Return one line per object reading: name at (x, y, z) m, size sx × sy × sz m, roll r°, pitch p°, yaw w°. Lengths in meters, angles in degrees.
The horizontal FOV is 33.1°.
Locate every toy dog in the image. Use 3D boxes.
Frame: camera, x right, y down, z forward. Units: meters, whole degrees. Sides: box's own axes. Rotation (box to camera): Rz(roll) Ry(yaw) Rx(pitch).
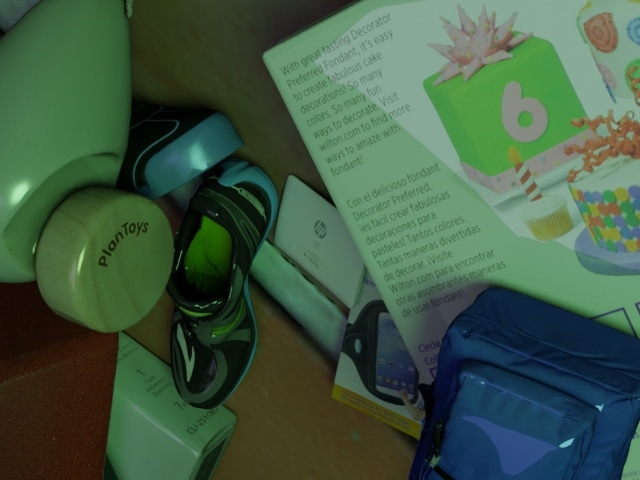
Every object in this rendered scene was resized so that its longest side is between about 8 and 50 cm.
toy dog at (-0.171, -0.111, 0.596) m, size 0.220 × 0.161 × 0.333 m, roll -7°, pitch 87°, yaw 28°

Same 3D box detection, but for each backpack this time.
backpack at (0.085, 0.098, 0.489) m, size 0.098 × 0.101 × 0.120 m, roll 24°, pitch 119°, yaw 23°

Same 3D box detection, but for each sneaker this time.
sneaker at (-0.078, 0.036, 0.714) m, size 0.067 × 0.078 × 0.188 m, roll 25°, pitch 124°, yaw 19°
sneaker at (-0.158, -0.064, 0.717) m, size 0.232 × 0.081 × 0.090 m, roll -13°, pitch 109°, yaw 35°

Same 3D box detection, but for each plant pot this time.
plant pot at (-0.329, 0.141, 0.769) m, size 0.267 × 0.236 × 0.267 m, roll 30°, pitch 120°, yaw 35°

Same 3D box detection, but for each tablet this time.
tablet at (0.000, 0.000, 0.679) m, size 0.083 × 0.006 × 0.054 m, roll 39°, pitch 128°, yaw 37°

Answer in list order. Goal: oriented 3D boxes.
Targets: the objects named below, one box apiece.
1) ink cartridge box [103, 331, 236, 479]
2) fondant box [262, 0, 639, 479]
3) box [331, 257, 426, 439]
ink cartridge box at (-0.213, 0.177, 0.873) m, size 0.239 × 0.060 × 0.275 m, roll 34°, pitch 124°, yaw 13°
fondant box at (0.153, -0.001, 0.534) m, size 0.238 × 0.096 × 0.330 m, roll -23°, pitch 99°, yaw 29°
box at (0.057, 0.056, 0.673) m, size 0.081 × 0.028 × 0.136 m, roll 22°, pitch 122°, yaw 21°
